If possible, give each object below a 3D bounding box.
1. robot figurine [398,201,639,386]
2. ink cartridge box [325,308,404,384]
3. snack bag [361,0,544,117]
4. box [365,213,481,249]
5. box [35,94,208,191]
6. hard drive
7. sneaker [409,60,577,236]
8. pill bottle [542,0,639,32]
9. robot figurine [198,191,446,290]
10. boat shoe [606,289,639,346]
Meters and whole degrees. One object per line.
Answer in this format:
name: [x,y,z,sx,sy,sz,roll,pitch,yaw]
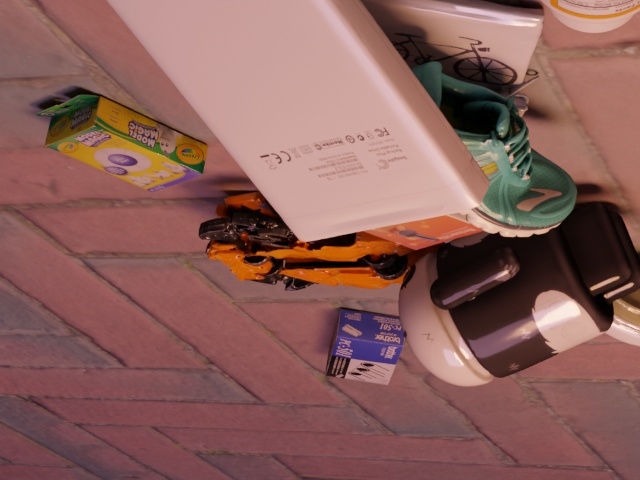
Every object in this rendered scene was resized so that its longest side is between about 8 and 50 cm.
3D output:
robot figurine: [0.223,0.055,2.108,0.278,0.173,0.209,-26,121,20]
ink cartridge box: [0.064,0.156,2.678,0.097,0.046,0.207,9,160,-1]
snack bag: [0.053,-0.168,1.833,0.323,0.037,0.342,10,159,-1]
box: [0.076,-0.065,1.921,0.170,0.091,0.130,19,159,-29]
box: [-0.229,-0.112,2.096,0.179,0.043,0.105,26,154,-34]
hard drive: [-0.028,-0.150,1.710,0.233,0.047,0.353,-11,129,42]
sneaker: [0.162,-0.088,1.808,0.275,0.107,0.110,28,142,-35]
pill bottle: [0.217,-0.247,1.435,0.117,0.117,0.215,6,160,8]
robot figurine: [0.000,0.000,2.235,0.291,0.085,0.211,1,158,19]
boat shoe: [0.465,0.068,2.224,0.302,0.109,0.094,4,146,-13]
